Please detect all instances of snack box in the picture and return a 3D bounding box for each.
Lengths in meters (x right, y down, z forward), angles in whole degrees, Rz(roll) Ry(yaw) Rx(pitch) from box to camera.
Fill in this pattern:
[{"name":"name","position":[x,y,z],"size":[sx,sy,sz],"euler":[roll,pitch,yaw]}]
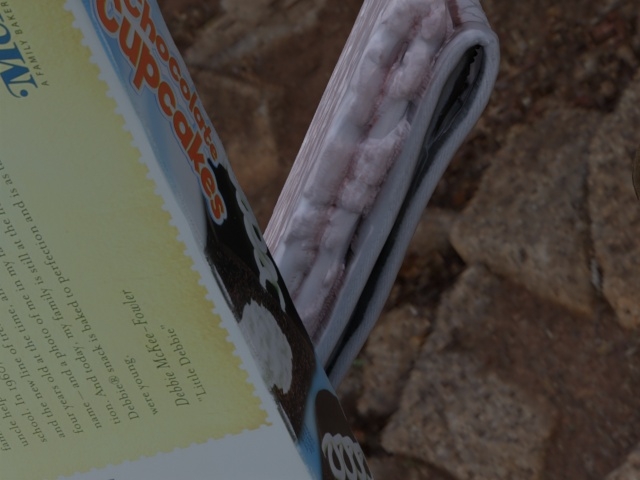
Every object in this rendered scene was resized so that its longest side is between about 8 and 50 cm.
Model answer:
[{"name":"snack box","position":[-0.111,0.026,0.470],"size":[0.187,0.322,0.060],"euler":[-15,28,16]}]

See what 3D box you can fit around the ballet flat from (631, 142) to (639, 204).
[{"name":"ballet flat","position":[0.228,-0.064,0.675],"size":[0.116,0.342,0.124],"euler":[6,63,-3]}]

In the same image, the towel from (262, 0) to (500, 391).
[{"name":"towel","position":[0.000,0.000,0.688],"size":[0.317,0.053,0.331],"euler":[-77,12,-69]}]
